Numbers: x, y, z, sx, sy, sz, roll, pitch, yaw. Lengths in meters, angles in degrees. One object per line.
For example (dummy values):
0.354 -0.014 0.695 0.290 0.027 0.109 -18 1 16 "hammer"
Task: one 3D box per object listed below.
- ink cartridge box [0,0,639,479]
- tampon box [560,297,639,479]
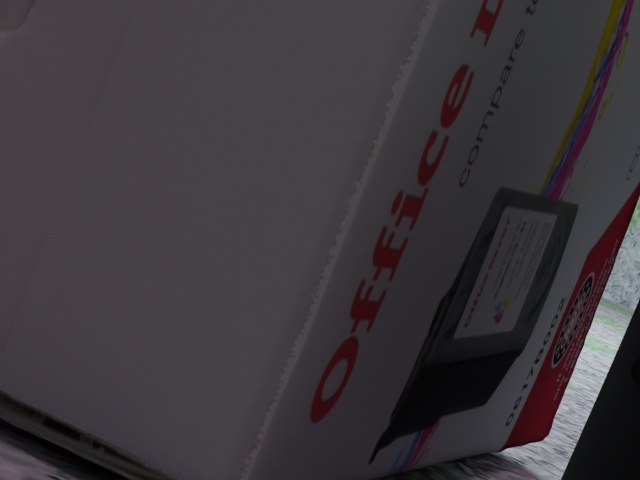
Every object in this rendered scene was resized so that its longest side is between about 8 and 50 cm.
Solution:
0.017 -0.055 0.486 0.131 0.226 0.306 23 5 18 "ink cartridge box"
0.134 0.063 0.308 0.161 0.120 0.101 24 4 27 "tampon box"
